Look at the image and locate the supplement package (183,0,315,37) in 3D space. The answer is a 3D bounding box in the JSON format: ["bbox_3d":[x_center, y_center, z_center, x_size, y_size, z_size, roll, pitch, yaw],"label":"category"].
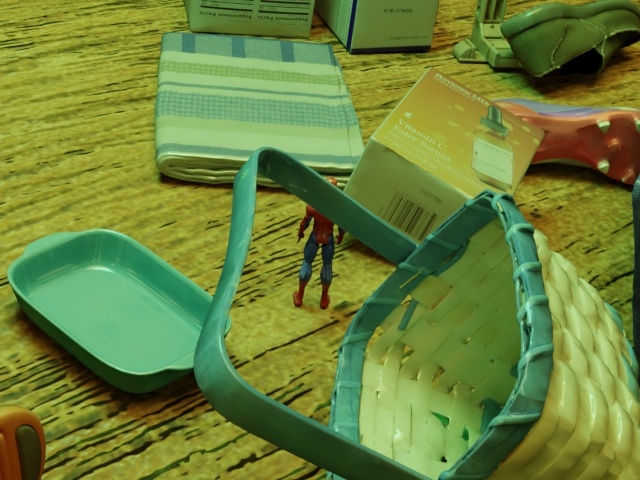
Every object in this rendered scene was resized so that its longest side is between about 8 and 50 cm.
[{"bbox_3d":[-0.083,-0.379,1.349,0.149,0.203,0.194,1,36,-14],"label":"supplement package"}]

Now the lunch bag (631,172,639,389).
[{"bbox_3d":[0.434,-0.055,0.924,0.328,0.239,0.385,6,32,21],"label":"lunch bag"}]

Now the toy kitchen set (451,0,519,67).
[{"bbox_3d":[0.200,-0.258,1.358,0.068,0.075,0.083,-2,32,-15],"label":"toy kitchen set"}]

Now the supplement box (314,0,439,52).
[{"bbox_3d":[0.053,-0.332,1.399,0.111,0.114,0.220,-6,36,-21],"label":"supplement box"}]

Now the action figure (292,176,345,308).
[{"bbox_3d":[0.000,0.000,0.897,0.038,0.115,0.030,9,34,-3],"label":"action figure"}]

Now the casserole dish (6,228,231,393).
[{"bbox_3d":[-0.154,0.054,0.850,0.188,0.037,0.114,33,40,29],"label":"casserole dish"}]

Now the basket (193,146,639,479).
[{"bbox_3d":[0.060,0.077,0.697,0.289,0.201,0.255,36,29,-17],"label":"basket"}]

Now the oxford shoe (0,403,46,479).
[{"bbox_3d":[-0.305,0.170,0.568,0.132,0.130,0.363,24,34,32],"label":"oxford shoe"}]

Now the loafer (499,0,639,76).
[{"bbox_3d":[0.313,-0.238,1.368,0.251,0.087,0.094,-13,-4,-41],"label":"loafer"}]

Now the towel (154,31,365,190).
[{"bbox_3d":[-0.065,-0.138,1.154,0.209,0.034,0.285,4,34,-10],"label":"towel"}]

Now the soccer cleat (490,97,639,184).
[{"bbox_3d":[0.264,-0.112,1.165,0.248,0.083,0.095,1,30,-8],"label":"soccer cleat"}]

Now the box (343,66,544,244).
[{"bbox_3d":[0.110,-0.062,1.014,0.130,0.091,0.170,30,37,5],"label":"box"}]
